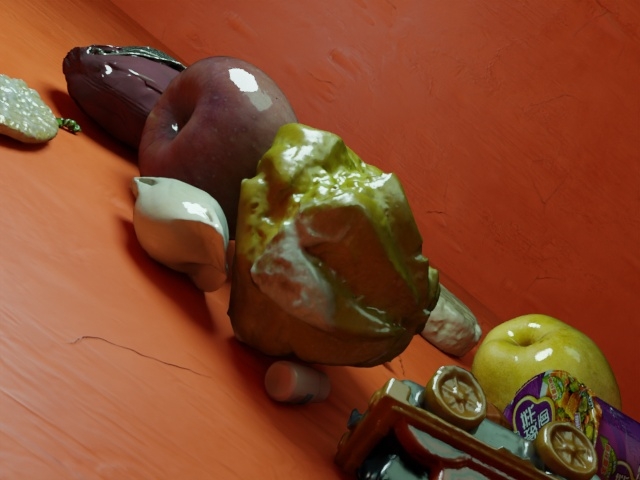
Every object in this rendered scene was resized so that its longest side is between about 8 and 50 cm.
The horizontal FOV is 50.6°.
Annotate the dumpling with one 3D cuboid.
[{"bbox_3d":[-0.198,-0.009,0.975,0.229,0.124,0.151,38,-30,37],"label":"dumpling"}]

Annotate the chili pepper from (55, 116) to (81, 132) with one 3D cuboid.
[{"bbox_3d":[-0.441,-0.200,1.158,0.027,0.022,0.083,8,2,18],"label":"chili pepper"}]

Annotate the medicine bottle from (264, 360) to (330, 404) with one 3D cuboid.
[{"bbox_3d":[-0.029,0.187,0.883,0.052,0.052,0.089,47,13,35],"label":"medicine bottle"}]

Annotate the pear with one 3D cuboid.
[{"bbox_3d":[0.448,0.308,1.365,0.314,0.314,0.314,38,11,-9],"label":"pear"}]

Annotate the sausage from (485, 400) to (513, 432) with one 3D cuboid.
[{"bbox_3d":[0.219,0.301,1.067,0.258,0.133,0.133,28,16,-47],"label":"sausage"}]

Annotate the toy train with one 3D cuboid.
[{"bbox_3d":[0.192,0.305,0.766,0.369,0.163,0.231,27,38,0],"label":"toy train"}]

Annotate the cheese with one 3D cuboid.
[{"bbox_3d":[0.304,0.182,1.894,0.326,0.115,0.318,45,11,32],"label":"cheese"}]

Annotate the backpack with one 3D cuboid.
[{"bbox_3d":[-0.348,-0.283,1.331,0.317,0.197,0.283,29,8,-40],"label":"backpack"}]

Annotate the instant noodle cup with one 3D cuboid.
[{"bbox_3d":[0.434,0.365,1.115,0.190,0.251,0.251,25,14,-14],"label":"instant noodle cup"}]

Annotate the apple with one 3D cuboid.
[{"bbox_3d":[-0.162,-0.153,1.152,0.235,0.305,0.305,27,16,-41],"label":"apple"}]

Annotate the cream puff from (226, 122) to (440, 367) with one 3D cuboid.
[{"bbox_3d":[0.036,0.029,0.979,0.276,0.377,0.378,4,3,13],"label":"cream puff"}]

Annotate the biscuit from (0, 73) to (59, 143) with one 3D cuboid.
[{"bbox_3d":[-0.481,-0.210,1.008,0.188,0.040,0.265,37,10,-18],"label":"biscuit"}]
